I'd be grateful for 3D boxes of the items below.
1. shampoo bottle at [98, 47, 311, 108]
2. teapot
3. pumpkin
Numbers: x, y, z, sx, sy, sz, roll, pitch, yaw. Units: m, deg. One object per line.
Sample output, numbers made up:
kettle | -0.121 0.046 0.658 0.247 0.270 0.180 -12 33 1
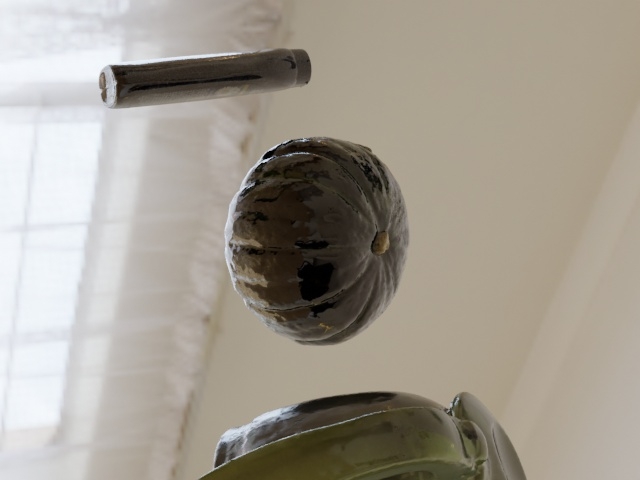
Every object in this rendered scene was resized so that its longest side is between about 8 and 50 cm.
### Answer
shampoo bottle | -0.123 -0.180 1.542 0.087 0.233 0.049 173 -92 -66
teapot | 0.038 0.201 1.152 0.321 0.239 0.239 54 17 -34
pumpkin | 0.000 0.000 1.442 0.162 0.220 0.220 2 -85 34
